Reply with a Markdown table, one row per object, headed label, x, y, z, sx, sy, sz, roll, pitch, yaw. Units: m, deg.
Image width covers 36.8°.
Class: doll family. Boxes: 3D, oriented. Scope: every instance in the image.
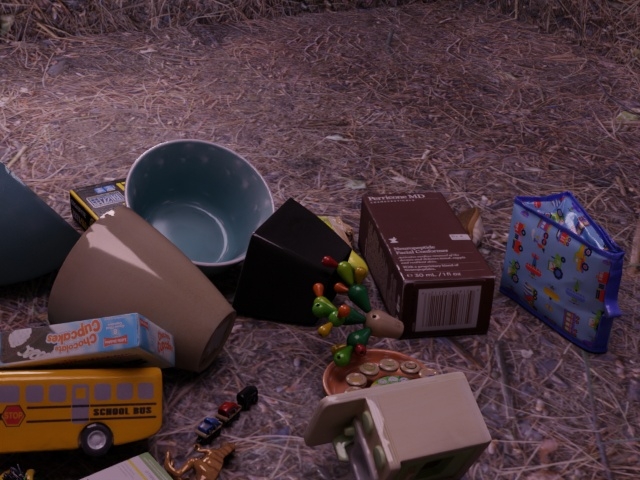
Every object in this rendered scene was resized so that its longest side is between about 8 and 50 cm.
| label | x | y | z | sx | sy | sz | roll | pitch | yaw |
| --- | --- | --- | --- | --- | --- | --- | --- | --- | --- |
| doll family | -0.466 | 0.378 | 1.378 | 0.111 | 0.076 | 0.193 | 18 | 36 | 17 |

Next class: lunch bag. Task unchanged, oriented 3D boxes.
| label | x | y | z | sx | sy | sz | roll | pitch | yaw |
| --- | --- | --- | --- | --- | --- | --- | --- | --- | --- |
| lunch bag | 0.490 | 0.067 | 1.885 | 0.138 | 0.221 | 0.293 | -7 | 30 | -18 |

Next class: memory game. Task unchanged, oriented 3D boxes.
| label | x | y | z | sx | sy | sz | roll | pitch | yaw |
| --- | --- | --- | --- | --- | --- | --- | --- | --- | --- |
| memory game | 0.131 | 0.256 | 1.640 | 0.186 | 0.012 | 0.186 | 3 | 29 | -2 |

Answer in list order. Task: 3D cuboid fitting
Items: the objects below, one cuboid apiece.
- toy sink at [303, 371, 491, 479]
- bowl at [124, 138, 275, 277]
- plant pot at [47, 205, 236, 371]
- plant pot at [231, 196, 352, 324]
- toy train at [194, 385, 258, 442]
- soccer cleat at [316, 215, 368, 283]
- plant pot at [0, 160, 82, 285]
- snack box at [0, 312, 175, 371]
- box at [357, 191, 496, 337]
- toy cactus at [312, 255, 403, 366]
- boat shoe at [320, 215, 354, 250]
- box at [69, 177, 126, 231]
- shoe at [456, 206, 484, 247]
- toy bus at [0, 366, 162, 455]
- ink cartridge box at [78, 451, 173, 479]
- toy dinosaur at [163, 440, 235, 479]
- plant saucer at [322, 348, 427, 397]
| label | x | y | z | sx | sy | sz | roll | pitch | yaw |
| --- | --- | --- | --- | --- | --- | --- | --- | --- | --- |
| toy sink | 0.112 | 0.306 | 1.447 | 0.234 | 0.153 | 0.131 | -6 | 56 | -20 |
| bowl | -0.263 | -0.040 | 1.998 | 0.311 | 0.163 | 0.312 | 11 | 54 | -15 |
| plant pot | -0.299 | 0.113 | 1.731 | 0.274 | 0.257 | 0.256 | 28 | 34 | 11 |
| plant pot | -0.047 | 0.059 | 1.907 | 0.167 | 0.188 | 0.187 | 26 | 33 | 11 |
| toy train | -0.154 | 0.288 | 1.605 | 0.027 | 0.036 | 0.158 | 19 | 32 | 27 |
| soccer cleat | -0.001 | -0.001 | 2.064 | 0.289 | 0.093 | 0.121 | 25 | 65 | 38 |
| plant pot | -0.637 | -0.023 | 1.928 | 0.195 | 0.290 | 0.290 | -47 | 46 | -9 |
| snack box | -0.417 | 0.184 | 1.559 | 0.321 | 0.187 | 0.060 | -8 | 72 | 7 |
| box | 0.211 | 0.040 | 1.997 | 0.191 | 0.143 | 0.381 | -3 | 27 | -11 |
| toy cactus | 0.072 | 0.133 | 1.753 | 0.180 | 0.112 | 0.219 | 18 | 41 | -22 |
| boat shoe | 0.048 | -0.014 | 2.153 | 0.059 | 0.063 | 0.170 | -11 | 30 | -13 |
| box | -0.374 | -0.069 | 2.197 | 0.322 | 0.079 | 0.257 | -15 | 32 | -30 |
| shoe | 0.332 | -0.014 | 2.202 | 0.076 | 0.058 | 0.219 | -21 | 16 | 22 |
| toy bus | -0.415 | 0.263 | 1.470 | 0.332 | 0.130 | 0.108 | 2 | -6 | -23 |
| ink cartridge box | -0.304 | 0.406 | 1.357 | 0.235 | 0.056 | 0.171 | -17 | 35 | -36 |
| toy dinosaur | -0.180 | 0.356 | 1.450 | 0.112 | 0.064 | 0.211 | 8 | 29 | 6 |
| plant saucer | 0.103 | 0.260 | 1.683 | 0.199 | 0.037 | 0.200 | 2 | 29 | -1 |
